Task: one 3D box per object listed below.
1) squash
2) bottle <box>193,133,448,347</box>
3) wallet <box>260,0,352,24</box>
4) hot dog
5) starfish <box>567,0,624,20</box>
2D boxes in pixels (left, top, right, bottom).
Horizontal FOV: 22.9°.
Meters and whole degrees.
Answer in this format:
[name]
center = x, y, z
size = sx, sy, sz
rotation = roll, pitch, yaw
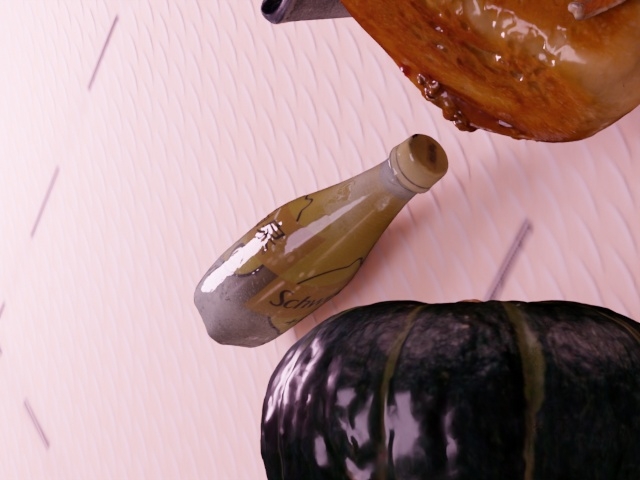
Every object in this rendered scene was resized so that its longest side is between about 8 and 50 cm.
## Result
[squash]
center = 0.090, 0.116, 0.902
size = 0.252, 0.252, 0.165
rotation = -6, 83, 55
[bottle]
center = 0.000, 0.000, 1.208
size = 0.270, 0.083, 0.083
rotation = -38, 52, 44
[wallet]
center = 0.061, -0.246, 1.115
size = 0.036, 0.167, 0.222
rotation = 46, 123, 23
[hot dog]
center = 0.118, -0.154, 0.995
size = 0.257, 0.153, 0.150
rotation = 33, 78, 24
[starfish]
center = 0.260, -0.150, 0.832
size = 0.247, 0.050, 0.138
rotation = -30, 45, 13
